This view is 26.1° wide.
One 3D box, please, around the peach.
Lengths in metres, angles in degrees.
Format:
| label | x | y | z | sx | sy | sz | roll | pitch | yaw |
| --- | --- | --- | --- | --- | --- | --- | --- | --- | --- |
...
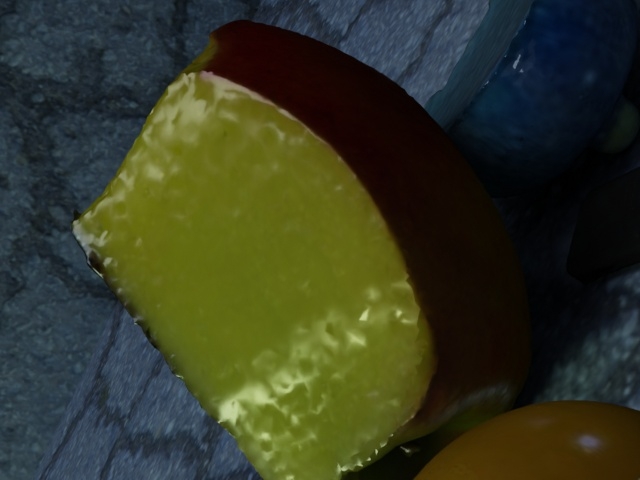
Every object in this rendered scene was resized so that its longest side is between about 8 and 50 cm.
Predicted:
| label | x | y | z | sx | sy | sz | roll | pitch | yaw |
| --- | --- | --- | --- | --- | --- | --- | --- | --- | --- |
| peach | 0.000 | 0.000 | 0.981 | 0.242 | 0.380 | 0.306 | -50 | -25 | 14 |

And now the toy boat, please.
| label | x | y | z | sx | sy | sz | roll | pitch | yaw |
| --- | --- | --- | --- | --- | --- | --- | --- | --- | --- |
| toy boat | 0.175 | -0.125 | 1.096 | 0.215 | 0.123 | 0.330 | -58 | 6 | 2 |

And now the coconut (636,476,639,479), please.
| label | x | y | z | sx | sy | sz | roll | pitch | yaw |
| --- | --- | --- | --- | --- | --- | --- | --- | --- | --- |
| coconut | 0.181 | 0.153 | 0.301 | 0.297 | 0.297 | 0.255 | -87 | 19 | -55 |

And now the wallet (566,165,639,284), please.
| label | x | y | z | sx | sy | sz | roll | pitch | yaw |
| --- | --- | --- | --- | --- | --- | --- | --- | --- | --- |
| wallet | 0.220 | -0.022 | 0.911 | 0.156 | 0.018 | 0.082 | -29 | 36 | 59 |

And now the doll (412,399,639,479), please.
| label | x | y | z | sx | sy | sz | roll | pitch | yaw |
| --- | --- | --- | --- | --- | --- | --- | --- | --- | --- |
| doll | 0.130 | 0.177 | 0.580 | 0.236 | 0.213 | 0.213 | 3 | 65 | 56 |
